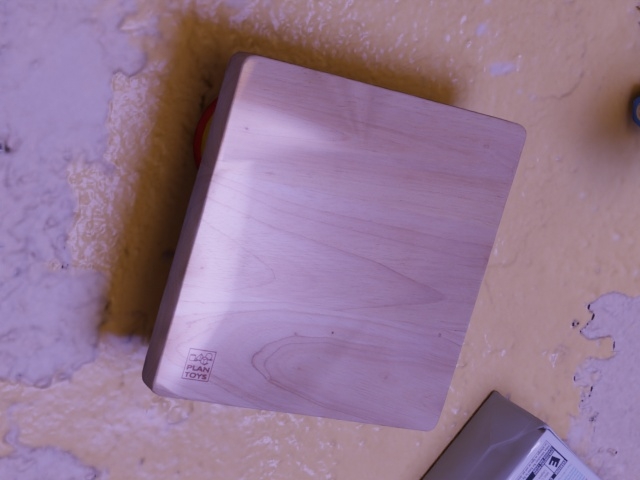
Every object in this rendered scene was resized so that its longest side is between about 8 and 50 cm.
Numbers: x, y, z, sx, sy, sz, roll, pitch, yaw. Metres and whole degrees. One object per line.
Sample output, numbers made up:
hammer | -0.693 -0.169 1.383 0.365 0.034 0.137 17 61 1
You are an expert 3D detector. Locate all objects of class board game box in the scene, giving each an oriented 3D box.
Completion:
board game box | 0.196 0.315 1.453 0.224 0.097 0.303 -50 121 -6

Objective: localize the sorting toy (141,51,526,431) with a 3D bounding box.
sorting toy | 0.000 0.000 1.246 0.257 0.089 0.255 11 99 -31

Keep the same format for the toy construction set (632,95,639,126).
toy construction set | 0.354 -0.147 1.323 0.151 0.215 0.327 16 97 -32
